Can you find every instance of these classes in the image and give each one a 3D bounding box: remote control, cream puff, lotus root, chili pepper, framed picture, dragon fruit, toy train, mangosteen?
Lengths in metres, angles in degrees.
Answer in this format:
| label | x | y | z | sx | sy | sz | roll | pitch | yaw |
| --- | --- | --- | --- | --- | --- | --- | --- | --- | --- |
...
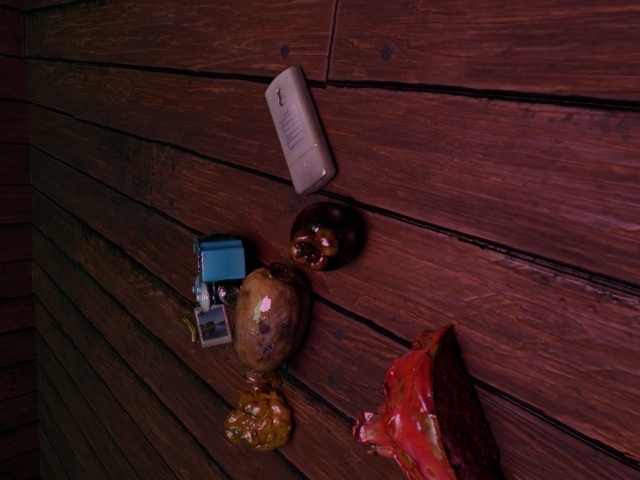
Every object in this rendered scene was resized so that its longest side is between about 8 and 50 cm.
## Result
| label | x | y | z | sx | sy | sz | roll | pitch | yaw |
| --- | --- | --- | --- | --- | --- | --- | --- | --- | --- |
| remote control | -0.041 | -0.204 | 0.853 | 0.098 | 0.038 | 0.233 | -30 | 73 | 43 |
| cream puff | -0.139 | 0.390 | 0.980 | 0.146 | 0.116 | 0.146 | 8 | 100 | 48 |
| lotus root | -0.104 | 0.179 | 0.891 | 0.154 | 0.154 | 0.278 | 24 | 112 | 41 |
| chili pepper | -0.356 | 0.239 | 1.245 | 0.083 | 0.017 | 0.030 | 49 | 127 | 33 |
| framed picture | -0.275 | 0.214 | 1.165 | 0.149 | 0.011 | 0.109 | -23 | 80 | 45 |
| dragon fruit | 0.138 | 0.284 | 0.675 | 0.211 | 0.134 | 0.262 | -33 | 72 | 46 |
| toy train | -0.218 | 0.066 | 0.984 | 0.203 | 0.112 | 0.163 | -168 | 75 | -69 |
| mangosteen | 0.000 | 0.000 | 0.770 | 0.140 | 0.140 | 0.140 | 8 | 101 | 44 |
